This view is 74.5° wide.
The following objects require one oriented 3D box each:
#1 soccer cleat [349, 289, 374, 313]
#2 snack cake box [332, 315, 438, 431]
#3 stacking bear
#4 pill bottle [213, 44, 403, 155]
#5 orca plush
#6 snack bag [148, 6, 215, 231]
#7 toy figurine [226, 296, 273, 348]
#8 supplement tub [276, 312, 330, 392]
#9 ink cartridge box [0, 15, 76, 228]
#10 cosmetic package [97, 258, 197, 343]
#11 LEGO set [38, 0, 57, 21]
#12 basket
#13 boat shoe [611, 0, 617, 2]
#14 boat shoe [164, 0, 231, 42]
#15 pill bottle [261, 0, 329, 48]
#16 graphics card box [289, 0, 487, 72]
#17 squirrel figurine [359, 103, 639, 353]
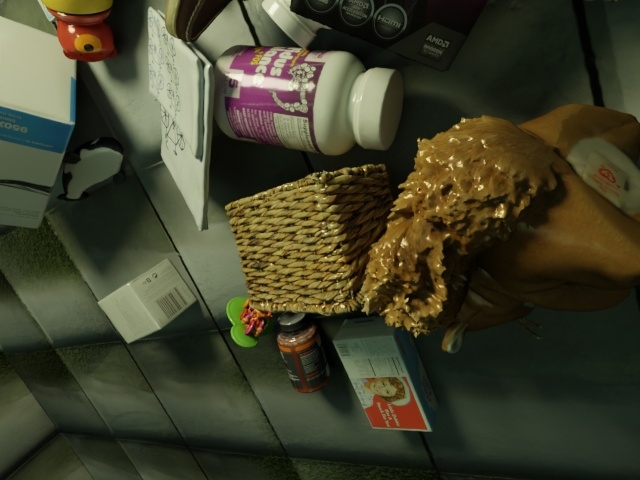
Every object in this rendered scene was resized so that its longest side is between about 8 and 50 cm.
[{"bbox_3d":[0.062,0.069,0.896,0.196,0.076,0.068,48,127,-2],"label":"soccer cleat"},{"bbox_3d":[0.153,0.305,0.965,0.152,0.089,0.264,-13,109,30],"label":"snack cake box"},{"bbox_3d":[-0.488,-0.501,0.837,0.164,0.176,0.289,54,148,34],"label":"stacking bear"},{"bbox_3d":[-0.021,-0.238,0.720,0.302,0.169,0.169,13,121,21],"label":"pill bottle"},{"bbox_3d":[-0.603,-0.203,1.121,0.151,0.102,0.287,11,148,-31],"label":"orca plush"},{"bbox_3d":[-0.285,-0.239,0.837,0.323,0.037,0.342,51,141,37],"label":"snack bag"},{"bbox_3d":[-0.136,0.144,1.002,0.130,0.173,0.159,31,115,-12],"label":"toy figurine"},{"bbox_3d":[-0.045,0.269,1.041,0.106,0.106,0.197,-3,114,29],"label":"supplement tub"},{"bbox_3d":[-0.715,-0.256,0.999,0.395,0.166,0.285,-43,52,37],"label":"ink cartridge box"},{"bbox_3d":[-0.489,0.173,1.195,0.184,0.151,0.151,-26,101,34],"label":"cosmetic package"},{"bbox_3d":[-0.601,-0.628,0.892,0.183,0.060,0.244,-14,108,29],"label":"LEGO set"},{"bbox_3d":[0.000,0.000,0.780,0.299,0.214,0.222,-11,94,47],"label":"basket"},{"bbox_3d":[0.358,-0.343,0.509,0.302,0.109,0.098,39,132,12],"label":"boat shoe"},{"bbox_3d":[-0.105,-0.437,0.646,0.123,0.123,0.342,37,96,-11],"label":"boat shoe"},{"bbox_3d":[0.018,-0.398,0.616,0.216,0.121,0.121,-41,92,21],"label":"pill bottle"},{"bbox_3d":[0.128,-0.406,0.461,0.233,0.094,0.370,15,132,-16],"label":"graphics card box"},{"bbox_3d":[0.240,0.013,0.622,0.397,0.280,0.370,5,148,-18],"label":"squirrel figurine"}]
